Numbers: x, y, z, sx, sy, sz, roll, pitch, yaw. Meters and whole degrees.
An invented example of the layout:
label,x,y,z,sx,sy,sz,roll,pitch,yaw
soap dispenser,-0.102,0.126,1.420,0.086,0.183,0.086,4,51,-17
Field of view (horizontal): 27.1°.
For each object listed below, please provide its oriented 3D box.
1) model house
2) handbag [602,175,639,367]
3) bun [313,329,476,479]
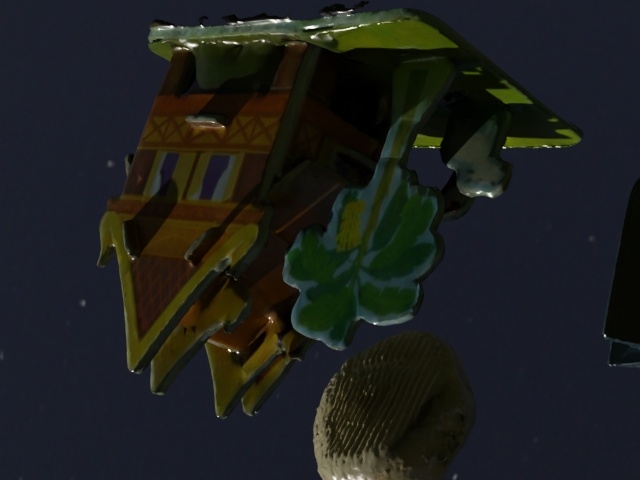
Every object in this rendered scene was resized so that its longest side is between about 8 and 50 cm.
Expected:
label,x,y,z,sx,sy,sz,roll,pitch,yaw
model house,0.000,0.000,1.075,0.357,0.242,0.313,5,-105,44
handbag,0.328,0.035,0.952,0.229,0.062,0.179,8,-122,19
bun,0.092,0.219,1.547,0.134,0.220,0.220,44,-139,-28
